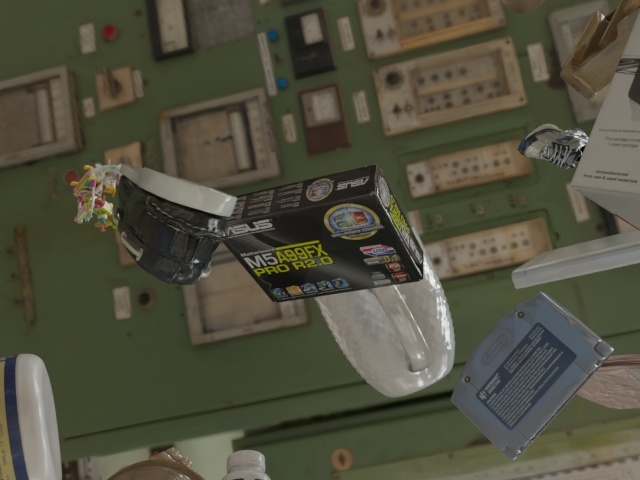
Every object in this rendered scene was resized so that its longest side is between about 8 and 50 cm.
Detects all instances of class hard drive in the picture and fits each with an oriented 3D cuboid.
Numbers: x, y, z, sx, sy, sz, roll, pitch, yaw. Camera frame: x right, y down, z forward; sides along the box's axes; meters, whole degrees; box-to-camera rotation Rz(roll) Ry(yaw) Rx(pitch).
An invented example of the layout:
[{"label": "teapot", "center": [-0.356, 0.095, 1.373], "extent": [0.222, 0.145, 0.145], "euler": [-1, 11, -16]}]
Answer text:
[{"label": "hard drive", "center": [0.625, 0.026, 1.527], "extent": [0.233, 0.353, 0.047], "euler": [-18, 91, -53]}]

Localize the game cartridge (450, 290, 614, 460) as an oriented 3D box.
[{"label": "game cartridge", "center": [0.400, 0.257, 1.373], "extent": [0.062, 0.297, 0.198], "euler": [12, 29, -51]}]

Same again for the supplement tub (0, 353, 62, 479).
[{"label": "supplement tub", "center": [-0.553, 0.300, 1.005], "extent": [0.228, 0.316, 0.229], "euler": [172, -90, -72]}]

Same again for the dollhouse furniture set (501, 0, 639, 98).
[{"label": "dollhouse furniture set", "center": [0.372, -0.450, 1.053], "extent": [0.362, 0.394, 0.256], "euler": [-56, -173, -28]}]

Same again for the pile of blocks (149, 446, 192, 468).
[{"label": "pile of blocks", "center": [-0.362, 0.592, 1.553], "extent": [0.149, 0.112, 0.362], "euler": [-34, 139, -35]}]

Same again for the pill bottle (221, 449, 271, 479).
[{"label": "pill bottle", "center": [-0.129, 0.458, 1.209], "extent": [0.094, 0.094, 0.169], "euler": [69, 12, -46]}]

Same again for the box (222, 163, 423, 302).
[{"label": "box", "center": [0.000, 0.000, 1.080], "extent": [0.216, 0.270, 0.060], "euler": [56, 32, -44]}]

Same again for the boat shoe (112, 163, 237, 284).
[{"label": "boat shoe", "center": [-0.161, -0.021, 0.709], "extent": [0.302, 0.114, 0.091], "euler": [-162, -89, -76]}]

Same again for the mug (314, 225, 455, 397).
[{"label": "mug", "center": [0.158, 0.170, 1.534], "extent": [0.374, 0.276, 0.328], "euler": [161, -96, -87]}]

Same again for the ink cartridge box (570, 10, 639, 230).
[{"label": "ink cartridge box", "center": [0.443, -0.147, 0.828], "extent": [0.114, 0.197, 0.273], "euler": [21, -93, 58]}]

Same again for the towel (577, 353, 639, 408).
[{"label": "towel", "center": [0.757, 0.349, 1.688], "extent": [0.331, 0.317, 0.054], "euler": [27, 62, -33]}]

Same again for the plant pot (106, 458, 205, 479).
[{"label": "plant pot", "center": [-0.277, 0.457, 1.096], "extent": [0.110, 0.237, 0.237], "euler": [84, -2, -59]}]

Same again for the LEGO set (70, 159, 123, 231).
[{"label": "LEGO set", "center": [-0.520, -0.074, 1.641], "extent": [0.287, 0.132, 0.107], "euler": [121, -32, -59]}]

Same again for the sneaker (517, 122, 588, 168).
[{"label": "sneaker", "center": [0.347, -0.133, 1.008], "extent": [0.058, 0.135, 0.052], "euler": [62, -34, 36]}]
